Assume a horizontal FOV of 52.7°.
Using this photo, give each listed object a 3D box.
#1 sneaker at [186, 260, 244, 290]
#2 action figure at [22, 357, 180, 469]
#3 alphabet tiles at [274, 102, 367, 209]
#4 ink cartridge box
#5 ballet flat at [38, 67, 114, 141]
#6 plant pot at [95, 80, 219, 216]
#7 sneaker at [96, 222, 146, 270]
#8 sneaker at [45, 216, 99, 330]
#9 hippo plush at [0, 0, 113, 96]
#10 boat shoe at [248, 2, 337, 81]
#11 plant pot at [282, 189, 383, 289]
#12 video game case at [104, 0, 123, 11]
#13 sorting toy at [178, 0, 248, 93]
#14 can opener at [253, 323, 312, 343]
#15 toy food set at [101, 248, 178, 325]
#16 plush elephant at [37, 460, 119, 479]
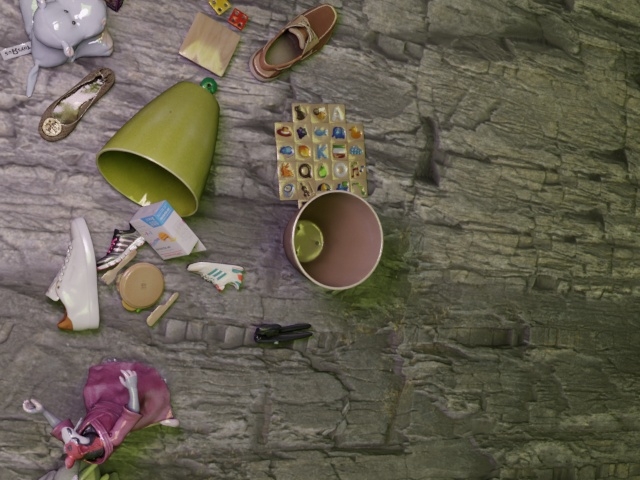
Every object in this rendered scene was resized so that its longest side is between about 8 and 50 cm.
[{"bbox_3d":[-0.291,0.100,1.785,0.161,0.057,0.075,7,81,-24],"label":"sneaker"},{"bbox_3d":[-0.518,0.437,1.541,0.248,0.370,0.276,-10,108,9],"label":"action figure"},{"bbox_3d":[0.005,-0.238,1.934,0.285,0.011,0.343,-4,91,-21],"label":"alphabet tiles"},{"bbox_3d":[-0.397,-0.012,1.691,0.181,0.104,0.062,54,44,-30],"label":"ink cartridge box"},{"bbox_3d":[-0.625,-0.355,1.661,0.084,0.058,0.250,46,74,-14],"label":"ballet flat"},{"bbox_3d":[-0.383,-0.259,1.668,0.274,0.274,0.294,31,62,-18],"label":"plant pot"},{"bbox_3d":[-0.529,0.010,1.692,0.170,0.063,0.075,-42,104,-22],"label":"sneaker"},{"bbox_3d":[-0.629,0.086,1.625,0.123,0.106,0.290,-4,92,-24],"label":"sneaker"},{"bbox_3d":[-0.642,-0.539,1.561,0.294,0.236,0.234,-34,101,-19],"label":"hippo plush"},{"bbox_3d":[-0.062,-0.573,1.855,0.324,0.116,0.123,-46,105,-16],"label":"boat shoe"},{"bbox_3d":[0.000,0.000,1.786,0.256,0.274,0.257,0,89,-21],"label":"plant pot"},{"bbox_3d":[-0.590,-0.683,1.599,0.232,0.210,0.042,32,77,-17],"label":"video game case"},{"bbox_3d":[-0.307,-0.547,1.796,0.132,0.046,0.275,26,80,-19],"label":"sorting toy"},{"bbox_3d":[-0.105,0.268,1.857,0.186,0.073,0.059,4,79,-31],"label":"can opener"},{"bbox_3d":[-0.478,0.121,1.709,0.132,0.038,0.192,-48,120,-21],"label":"toy food set"},{"bbox_3d":[-0.573,0.654,1.584,0.330,0.271,0.256,42,31,-48],"label":"plush elephant"}]
